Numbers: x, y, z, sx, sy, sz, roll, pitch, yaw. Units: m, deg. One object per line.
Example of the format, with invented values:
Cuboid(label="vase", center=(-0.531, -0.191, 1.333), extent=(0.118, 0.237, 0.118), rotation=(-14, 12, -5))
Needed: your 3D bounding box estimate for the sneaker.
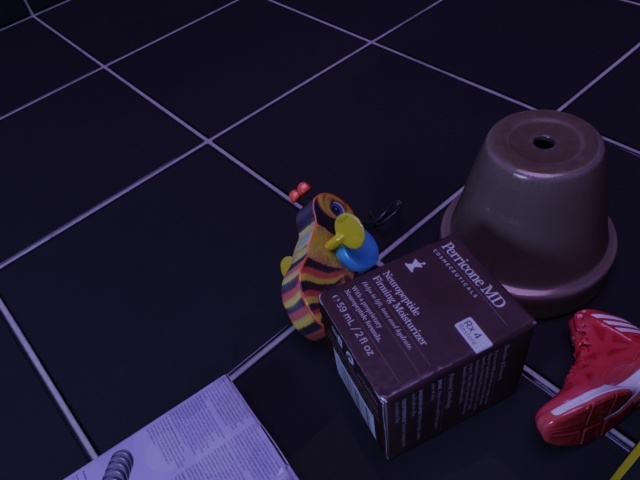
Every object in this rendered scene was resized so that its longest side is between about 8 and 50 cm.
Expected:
Cuboid(label="sneaker", center=(0.336, 0.168, 0.723), extent=(0.221, 0.087, 0.128), rotation=(-15, 37, -20))

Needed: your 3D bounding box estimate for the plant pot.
Cuboid(label="plant pot", center=(0.303, -0.055, 0.819), extent=(0.262, 0.229, 0.263), rotation=(-6, 47, 6))

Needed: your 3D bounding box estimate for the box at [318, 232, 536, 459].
Cuboid(label="box", center=(0.127, 0.132, 0.718), extent=(0.203, 0.167, 0.168), rotation=(-24, 48, -12))

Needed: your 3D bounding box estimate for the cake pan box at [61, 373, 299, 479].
Cuboid(label="cake pan box", center=(-0.146, 0.325, 0.660), extent=(0.245, 0.070, 0.267), rotation=(-34, 51, -17))

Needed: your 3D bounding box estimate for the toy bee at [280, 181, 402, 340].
Cuboid(label="toy bee", center=(0.000, 0.000, 0.872), extent=(0.162, 0.195, 0.298), rotation=(40, 27, -11))

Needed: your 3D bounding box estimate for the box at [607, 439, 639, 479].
Cuboid(label="box", center=(0.374, 0.184, 0.524), extent=(0.257, 0.322, 0.079), rotation=(-32, 52, -18))
